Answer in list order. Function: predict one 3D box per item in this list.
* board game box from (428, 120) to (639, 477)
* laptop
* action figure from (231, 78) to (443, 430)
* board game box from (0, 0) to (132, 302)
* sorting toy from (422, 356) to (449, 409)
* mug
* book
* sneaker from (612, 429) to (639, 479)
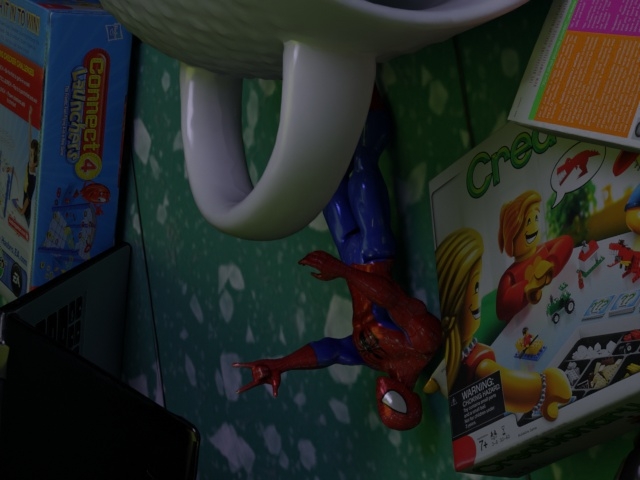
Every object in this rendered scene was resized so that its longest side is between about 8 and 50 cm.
[{"bbox_3d":[0.168,-0.004,0.773,0.305,0.053,0.193,-38,49,51],"label":"board game box"},{"bbox_3d":[-0.159,0.245,1.221,0.236,0.408,0.382,11,105,13],"label":"laptop"},{"bbox_3d":[0.000,0.000,0.994,0.091,0.139,0.280,-33,68,54],"label":"action figure"},{"bbox_3d":[-0.300,-0.109,1.464,0.308,0.086,0.302,31,118,54],"label":"board game box"},{"bbox_3d":[0.113,0.099,0.921,0.075,0.045,0.083,47,133,19],"label":"sorting toy"},{"bbox_3d":[-0.026,-0.186,0.873,0.328,0.276,0.374,172,102,-64],"label":"mug"},{"bbox_3d":[0.161,-0.094,0.727,0.144,0.035,0.096,24,98,61],"label":"book"},{"bbox_3d":[0.197,0.222,0.757,0.101,0.106,0.267,105,174,-75],"label":"sneaker"}]
